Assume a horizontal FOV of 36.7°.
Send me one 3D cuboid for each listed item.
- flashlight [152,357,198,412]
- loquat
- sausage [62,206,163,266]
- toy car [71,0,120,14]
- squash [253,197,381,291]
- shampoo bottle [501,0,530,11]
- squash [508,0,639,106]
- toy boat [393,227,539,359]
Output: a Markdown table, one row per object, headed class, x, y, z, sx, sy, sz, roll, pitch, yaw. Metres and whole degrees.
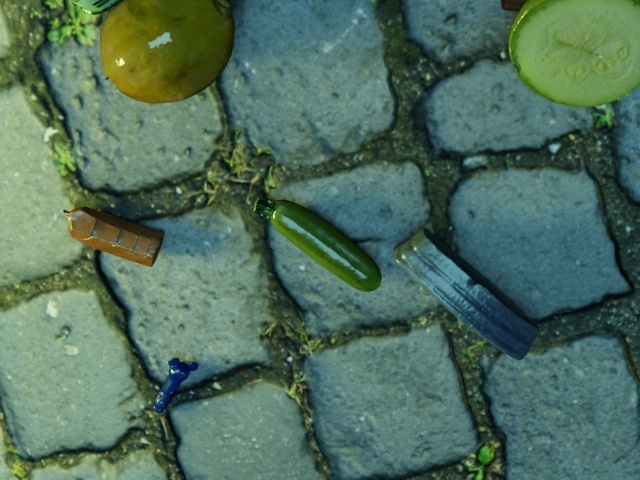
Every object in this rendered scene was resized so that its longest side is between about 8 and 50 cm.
| class | x | y | z | sx | sy | sz | roll | pitch | yaw |
| --- | --- | --- | --- | --- | --- | --- | --- | --- | --- |
| flashlight | -0.267 | 0.256 | 1.724 | 0.057 | 0.035 | 0.121 | 18 | 116 | -29 |
| loquat | -0.232 | -0.296 | 1.456 | 0.234 | 0.187 | 0.176 | -26 | 72 | 20 |
| sausage | -0.352 | -0.010 | 1.622 | 0.169 | 0.065 | 0.065 | 20 | 109 | -2 |
| toy car | -0.371 | -0.476 | 1.391 | 0.136 | 0.125 | 0.306 | -36 | 79 | 14 |
| squash | 0.000 | 0.000 | 1.602 | 0.252 | 0.066 | 0.066 | 37 | 107 | -10 |
| shampoo bottle | 0.393 | -0.364 | 1.454 | 0.236 | 0.067 | 0.068 | 5 | 122 | 1 |
| squash | 0.393 | -0.291 | 1.447 | 0.219 | 0.041 | 0.219 | 6 | 135 | 6 |
| toy boat | 0.243 | 0.092 | 1.588 | 0.283 | 0.127 | 0.078 | 39 | 100 | -7 |
